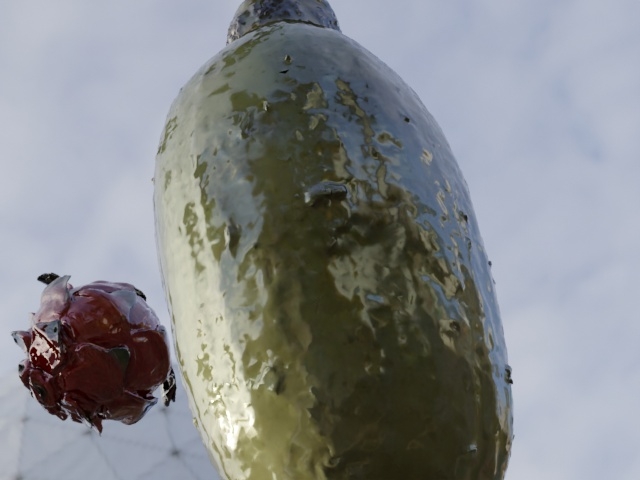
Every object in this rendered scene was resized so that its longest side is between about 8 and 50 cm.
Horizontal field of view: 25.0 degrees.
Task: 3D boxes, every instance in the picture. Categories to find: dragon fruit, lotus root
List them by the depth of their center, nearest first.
[{"bbox_3d":[0.000,-0.001,0.406,0.090,0.183,0.077,9,-34,-31],"label":"lotus root"},{"bbox_3d":[-0.172,0.088,1.110,0.121,0.142,0.130,3,-62,7],"label":"dragon fruit"}]
